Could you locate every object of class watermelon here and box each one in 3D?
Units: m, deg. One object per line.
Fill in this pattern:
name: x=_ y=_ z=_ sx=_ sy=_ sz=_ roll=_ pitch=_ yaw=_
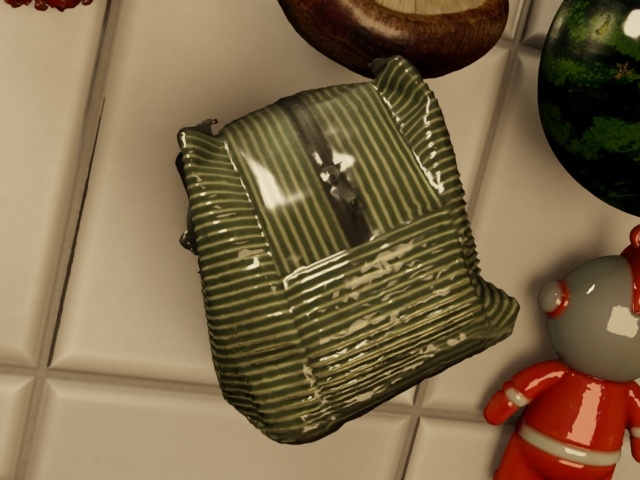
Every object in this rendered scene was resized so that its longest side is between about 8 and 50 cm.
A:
watermelon: x=0.336 y=-0.146 z=0.927 sx=0.269 sy=0.269 sz=0.269 roll=-5 pitch=106 yaw=-20

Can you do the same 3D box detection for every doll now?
doll: x=0.295 y=0.139 z=1.065 sx=0.200 sy=0.105 sz=0.336 roll=14 pitch=105 yaw=-5

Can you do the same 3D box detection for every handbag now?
handbag: x=0.000 y=0.000 z=0.804 sx=0.247 sy=0.341 sz=0.240 roll=-23 pitch=93 yaw=-9

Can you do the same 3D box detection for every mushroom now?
mushroom: x=0.045 y=-0.218 z=0.838 sx=0.231 sy=0.138 sz=0.194 roll=29 pitch=65 yaw=-13

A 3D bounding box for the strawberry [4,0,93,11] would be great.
strawberry: x=-0.183 y=-0.276 z=0.714 sx=0.234 sy=0.178 sz=0.234 roll=-16 pitch=118 yaw=-32
